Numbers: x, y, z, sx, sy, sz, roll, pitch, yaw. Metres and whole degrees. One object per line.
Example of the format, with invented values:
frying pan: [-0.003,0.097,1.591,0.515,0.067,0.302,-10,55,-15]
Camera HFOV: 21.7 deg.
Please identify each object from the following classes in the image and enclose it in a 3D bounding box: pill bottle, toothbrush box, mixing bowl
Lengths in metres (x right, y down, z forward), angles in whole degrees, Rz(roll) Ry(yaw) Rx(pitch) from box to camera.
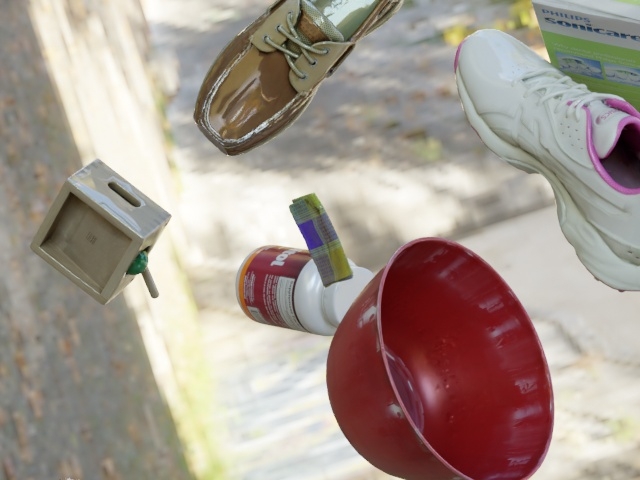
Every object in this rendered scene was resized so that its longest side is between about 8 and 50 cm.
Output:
pill bottle: [-0.011,0.052,1.710,0.152,0.086,0.086,8,-59,49]
toothbrush box: [0.305,-0.248,1.614,0.283,0.122,0.206,50,57,-65]
mixing bowl: [0.070,0.099,1.171,0.181,0.098,0.181,25,51,-36]

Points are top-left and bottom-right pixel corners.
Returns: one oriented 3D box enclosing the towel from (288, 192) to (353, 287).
towel: [0.000,0.000,1.449,0.060,0.009,0.083,-15,-81,66]

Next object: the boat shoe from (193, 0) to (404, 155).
boat shoe: [-0.020,-0.239,1.928,0.122,0.324,0.120,42,-11,-1]

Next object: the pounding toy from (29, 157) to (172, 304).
pounding toy: [-0.235,0.000,1.904,0.141,0.130,0.100,37,33,4]

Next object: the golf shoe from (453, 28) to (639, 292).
golf shoe: [0.236,-0.101,1.515,0.306,0.115,0.140,52,-30,25]

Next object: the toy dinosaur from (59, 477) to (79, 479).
toy dinosaur: [-0.258,0.431,1.909,0.164,0.218,0.322,4,62,-81]
